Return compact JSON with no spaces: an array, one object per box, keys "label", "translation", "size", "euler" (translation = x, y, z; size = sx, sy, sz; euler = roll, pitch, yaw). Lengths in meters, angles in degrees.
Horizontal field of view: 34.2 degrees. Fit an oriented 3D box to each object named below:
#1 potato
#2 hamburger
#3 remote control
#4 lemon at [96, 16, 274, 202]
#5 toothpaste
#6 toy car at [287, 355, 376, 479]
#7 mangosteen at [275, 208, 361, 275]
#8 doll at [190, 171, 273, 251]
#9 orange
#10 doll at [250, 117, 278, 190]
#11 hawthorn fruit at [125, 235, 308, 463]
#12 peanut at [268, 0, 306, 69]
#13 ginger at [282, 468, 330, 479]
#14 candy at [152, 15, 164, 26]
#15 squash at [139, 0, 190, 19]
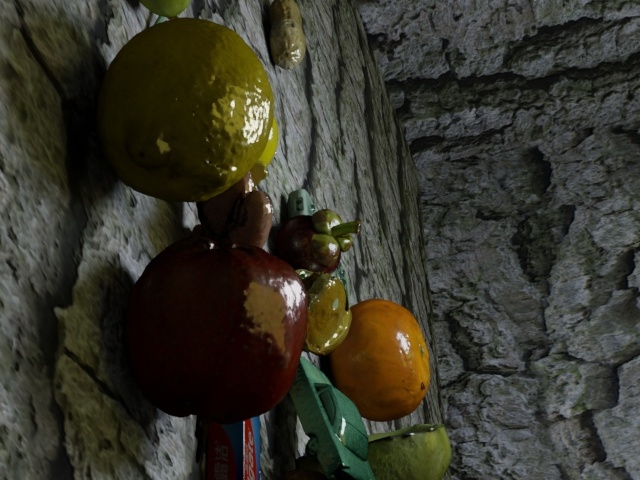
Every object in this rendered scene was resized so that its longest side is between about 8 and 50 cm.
[{"label":"potato","translation":[0.139,0.494,2.107],"size":[0.330,0.280,0.212],"euler":[23,53,-76]},{"label":"hamburger","translation":[-0.024,0.140,2.080],"size":[0.185,0.113,0.177],"euler":[-8,111,-48]},{"label":"remote control","translation":[-0.005,0.032,2.395],"size":[0.128,0.066,0.335],"euler":[-97,167,-45]},{"label":"lemon","translation":[-0.189,-0.178,1.451],"size":[0.320,0.245,0.245],"euler":[-67,143,-57]},{"label":"toothpaste","translation":[-0.135,0.292,1.621],"size":[0.076,0.066,0.320],"euler":[60,21,-51]},{"label":"toy car","translation":[0.021,0.343,1.946],"size":[0.141,0.097,0.320],"euler":[44,12,-38]},{"label":"mangosteen","translation":[-0.011,0.000,2.168],"size":[0.146,0.181,0.156],"euler":[14,48,-33]},{"label":"doll","translation":[-0.167,-0.007,1.634],"size":[0.156,0.201,0.303],"euler":[-1,69,-39]},{"label":"orange","translation":[0.133,0.274,2.393],"size":[0.284,0.226,0.283],"euler":[-12,90,-82]},{"label":"doll","translation":[-0.157,-0.213,1.905],"size":[0.363,0.145,0.199],"euler":[-102,-150,-45]},{"label":"hawthorn fruit","translation":[-0.148,0.149,1.405],"size":[0.254,0.254,0.300],"euler":[2,99,-76]},{"label":"peanut","translation":[-0.082,-0.510,2.536],"size":[0.099,0.100,0.214],"euler":[61,22,-50]},{"label":"ginger","translation":[0.024,0.557,1.822],"size":[0.172,0.165,0.321],"euler":[11,50,-37]},{"label":"candy","translation":[-0.258,-0.418,1.813],"size":[0.287,0.078,0.084],"euler":[-73,-173,-46]},{"label":"squash","translation":[-0.263,-0.445,1.672],"size":[0.123,0.123,0.186],"euler":[-83,155,-56]}]
